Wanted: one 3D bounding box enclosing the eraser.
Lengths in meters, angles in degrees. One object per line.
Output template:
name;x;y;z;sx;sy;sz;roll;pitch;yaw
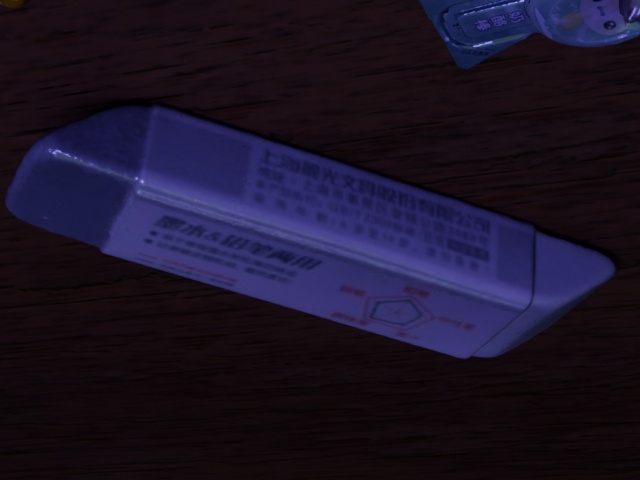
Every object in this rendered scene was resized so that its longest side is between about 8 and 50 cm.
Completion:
eraser;0.000;0.000;0.856;0.352;0.061;0.089;18;147;-16

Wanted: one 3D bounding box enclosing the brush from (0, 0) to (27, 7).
brush;-0.133;-0.158;0.678;0.043;0.014;0.170;15;147;-9

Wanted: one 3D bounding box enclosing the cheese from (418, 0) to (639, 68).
cheese;0.110;-0.110;0.693;0.120;0.026;0.067;-9;144;25

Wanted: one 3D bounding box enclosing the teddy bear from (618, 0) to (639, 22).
teddy bear;0.228;-0.129;0.560;0.251;0.144;0.171;27;110;-3
